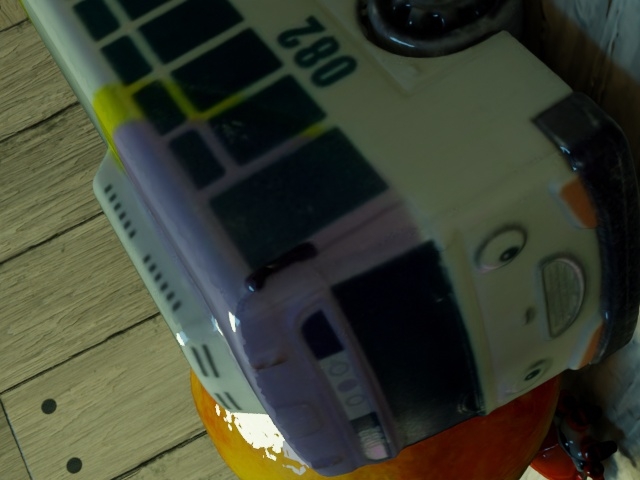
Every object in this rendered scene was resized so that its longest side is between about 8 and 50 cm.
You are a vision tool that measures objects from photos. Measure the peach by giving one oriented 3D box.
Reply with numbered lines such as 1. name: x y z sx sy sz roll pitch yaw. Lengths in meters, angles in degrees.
1. peach: 0.043 0.088 0.832 0.289 0.289 0.308 62 179 5

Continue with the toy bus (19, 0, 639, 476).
1. toy bus: -0.025 -0.080 0.662 0.440 0.249 0.209 53 171 36

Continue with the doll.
1. doll: 0.196 0.165 0.882 0.109 0.057 0.169 63 176 11
